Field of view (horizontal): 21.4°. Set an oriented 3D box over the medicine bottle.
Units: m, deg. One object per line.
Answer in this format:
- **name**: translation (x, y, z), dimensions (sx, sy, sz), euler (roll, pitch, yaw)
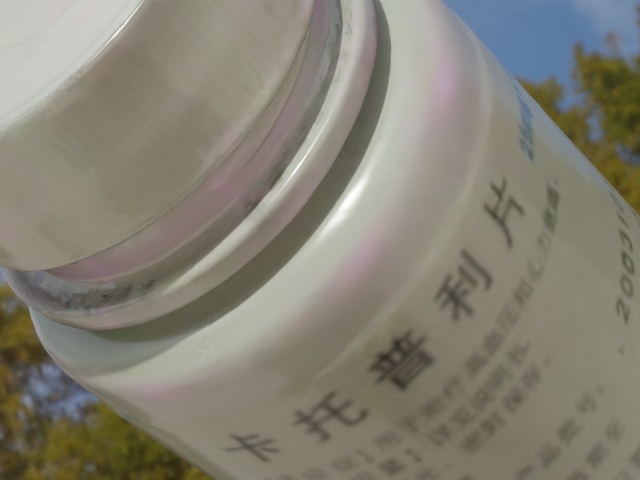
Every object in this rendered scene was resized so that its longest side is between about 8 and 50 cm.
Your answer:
- **medicine bottle**: translation (0.000, 0.000, 0.559), dimensions (0.170, 0.170, 0.293), euler (-29, -49, 22)
